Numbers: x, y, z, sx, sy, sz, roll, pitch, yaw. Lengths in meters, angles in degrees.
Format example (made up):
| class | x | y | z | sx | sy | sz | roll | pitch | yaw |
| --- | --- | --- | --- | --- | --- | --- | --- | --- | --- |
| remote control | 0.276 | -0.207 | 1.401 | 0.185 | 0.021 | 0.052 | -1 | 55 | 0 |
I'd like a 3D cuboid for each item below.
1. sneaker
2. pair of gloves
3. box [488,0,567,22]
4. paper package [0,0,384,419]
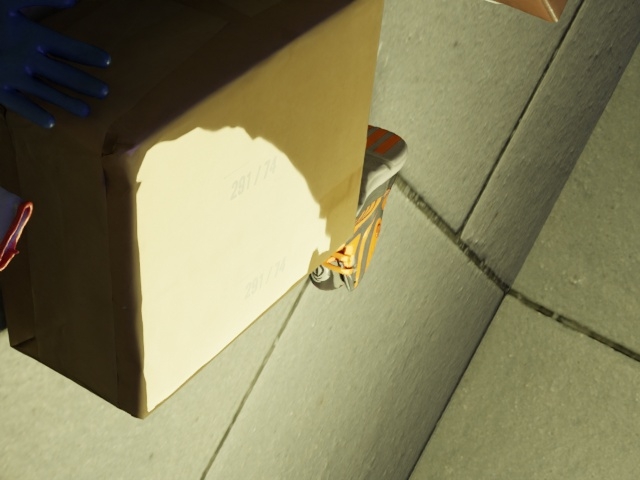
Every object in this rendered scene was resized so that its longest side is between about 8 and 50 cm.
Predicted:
| class | x | y | z | sx | sy | sz | roll | pitch | yaw |
| --- | --- | --- | --- | --- | --- | --- | --- | --- | --- |
| sneaker | 0.000 | 0.000 | 1.259 | 0.321 | 0.124 | 0.180 | -35 | 143 | -47 |
| pair of gloves | -0.229 | -0.085 | 0.682 | 0.198 | 0.159 | 0.023 | -63 | -175 | -11 |
| box | 0.154 | -0.372 | 1.103 | 0.143 | 0.191 | 0.381 | -63 | 157 | 0 |
| paper package | -0.111 | -0.063 | 0.915 | 0.325 | 0.168 | 0.310 | -42 | 151 | -40 |
